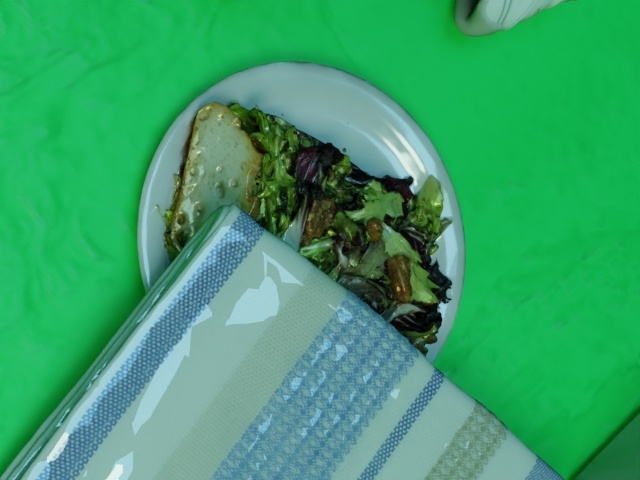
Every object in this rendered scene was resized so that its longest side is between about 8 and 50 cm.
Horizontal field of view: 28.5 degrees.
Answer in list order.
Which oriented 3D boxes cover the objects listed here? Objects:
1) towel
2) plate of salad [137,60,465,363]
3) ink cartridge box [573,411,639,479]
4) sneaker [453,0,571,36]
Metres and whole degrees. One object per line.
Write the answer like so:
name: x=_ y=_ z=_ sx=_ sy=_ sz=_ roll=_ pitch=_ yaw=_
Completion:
towel: x=-0.007 y=0.142 z=0.639 sx=0.285 sy=0.034 sz=0.209 roll=40 pitch=79 yaw=-18
plate of salad: x=0.000 y=0.000 z=0.673 sx=0.199 sy=0.048 sz=0.200 roll=4 pitch=81 yaw=-28
ink cartridge box: x=0.310 y=0.201 z=0.774 sx=0.197 sy=0.114 sz=0.273 roll=-38 pitch=102 yaw=-27
sneaker: x=0.070 y=-0.222 z=0.719 sx=0.115 sy=0.090 sz=0.232 roll=-35 pitch=99 yaw=-23
